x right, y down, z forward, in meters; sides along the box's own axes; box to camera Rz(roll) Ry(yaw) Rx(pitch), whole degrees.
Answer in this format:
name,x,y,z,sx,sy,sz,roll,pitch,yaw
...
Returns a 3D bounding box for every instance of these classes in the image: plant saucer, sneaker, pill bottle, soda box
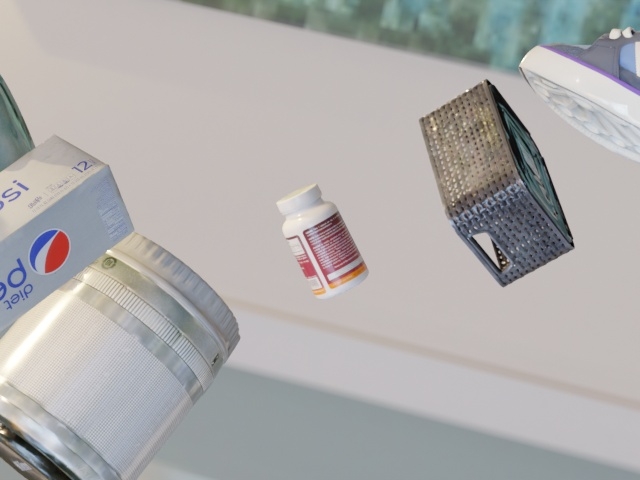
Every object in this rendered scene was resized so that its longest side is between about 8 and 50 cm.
name,x,y,z,sx,sy,sz,roll,pitch,yaw
plant saucer,-0.327,-0.119,1.750,0.195,0.037,0.195,157,90,-88
sneaker,0.393,-0.195,1.751,0.236,0.323,0.130,-55,-35,-9
pill bottle,0.000,0.000,2.401,0.152,0.086,0.086,64,-162,-8
soda box,-0.322,0.023,1.621,0.286,0.098,0.091,-39,-46,-24

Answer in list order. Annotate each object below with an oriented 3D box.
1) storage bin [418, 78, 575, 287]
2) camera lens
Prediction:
name,x,y,z,sx,sy,sz,roll,pitch,yaw
storage bin,0.175,-0.059,1.696,0.122,0.084,0.180,47,-159,-37
camera lens,-0.251,0.150,1.933,0.274,0.219,0.219,-52,-18,-19
